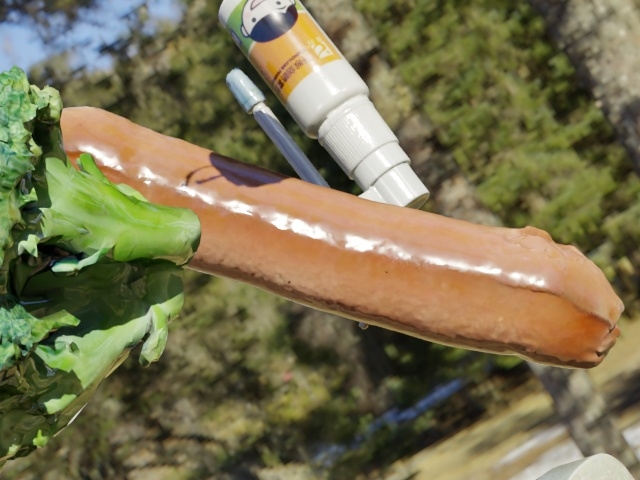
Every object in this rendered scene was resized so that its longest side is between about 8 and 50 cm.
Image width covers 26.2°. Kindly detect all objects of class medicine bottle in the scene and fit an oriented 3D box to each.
[{"bbox_3d":[-0.007,-0.102,1.054,0.092,0.220,0.061,-31,-17,-20],"label":"medicine bottle"}]

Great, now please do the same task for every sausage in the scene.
[{"bbox_3d":[0.000,0.000,0.938,0.094,0.419,0.094,103,-177,-55],"label":"sausage"}]

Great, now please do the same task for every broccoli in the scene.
[{"bbox_3d":[-0.192,0.019,0.662,0.245,0.265,0.294,1,-28,-42],"label":"broccoli"}]

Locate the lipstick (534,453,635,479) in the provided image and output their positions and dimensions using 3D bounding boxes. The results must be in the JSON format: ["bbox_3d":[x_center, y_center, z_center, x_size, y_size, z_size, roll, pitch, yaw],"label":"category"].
[{"bbox_3d":[0.117,0.181,0.831,0.057,0.063,0.186,-30,-3,-35],"label":"lipstick"}]
